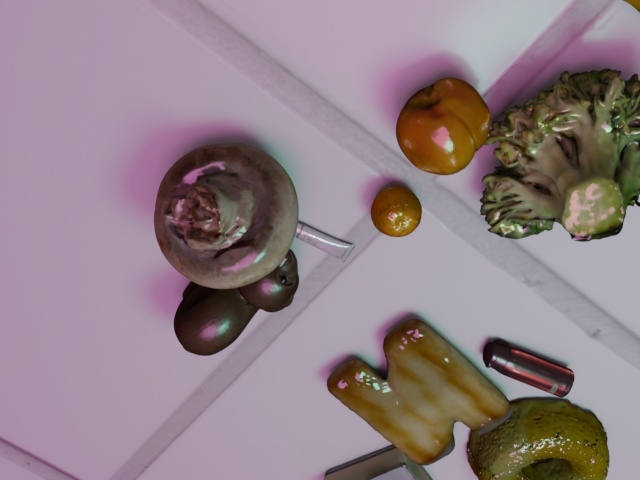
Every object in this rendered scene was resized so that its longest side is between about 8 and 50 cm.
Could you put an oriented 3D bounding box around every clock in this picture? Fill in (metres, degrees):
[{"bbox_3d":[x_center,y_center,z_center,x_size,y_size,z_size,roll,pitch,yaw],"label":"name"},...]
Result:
[{"bbox_3d":[0.119,0.505,1.596,0.192,0.071,0.147,-27,116,19],"label":"clock"}]

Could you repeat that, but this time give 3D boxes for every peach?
[{"bbox_3d":[0.178,-0.162,1.148,0.138,0.138,0.138,2,122,3],"label":"peach"}]

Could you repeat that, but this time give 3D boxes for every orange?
[{"bbox_3d":[0.119,-0.046,1.257,0.083,0.070,0.083,-5,124,-8],"label":"orange"}]

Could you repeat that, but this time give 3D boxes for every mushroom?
[{"bbox_3d":[-0.147,-0.042,1.195,0.227,0.226,0.178,-16,161,13],"label":"mushroom"}]

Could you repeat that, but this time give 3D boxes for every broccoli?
[{"bbox_3d":[0.349,-0.099,1.109,0.248,0.245,0.288,13,117,6],"label":"broccoli"}]

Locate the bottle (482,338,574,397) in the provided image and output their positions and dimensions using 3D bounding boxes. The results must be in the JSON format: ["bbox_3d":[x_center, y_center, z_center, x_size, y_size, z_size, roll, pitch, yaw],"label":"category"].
[{"bbox_3d":[0.369,0.226,1.420,0.164,0.060,0.060,22,120,-10],"label":"bottle"}]

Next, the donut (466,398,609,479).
[{"bbox_3d":[0.422,0.426,1.511,0.272,0.107,0.271,1,123,1],"label":"donut"}]

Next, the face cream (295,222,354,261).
[{"bbox_3d":[0.000,0.000,1.322,0.115,0.020,0.038,25,119,-15],"label":"face cream"}]

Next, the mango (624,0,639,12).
[{"bbox_3d":[0.489,-0.337,1.032,0.262,0.109,0.157,14,125,-3],"label":"mango"}]

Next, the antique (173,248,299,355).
[{"bbox_3d":[-0.139,0.096,1.321,0.257,0.143,0.121,-31,113,18],"label":"antique"}]

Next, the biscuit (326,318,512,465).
[{"bbox_3d":[0.182,0.285,1.462,0.291,0.062,0.237,40,116,-19],"label":"biscuit"}]
